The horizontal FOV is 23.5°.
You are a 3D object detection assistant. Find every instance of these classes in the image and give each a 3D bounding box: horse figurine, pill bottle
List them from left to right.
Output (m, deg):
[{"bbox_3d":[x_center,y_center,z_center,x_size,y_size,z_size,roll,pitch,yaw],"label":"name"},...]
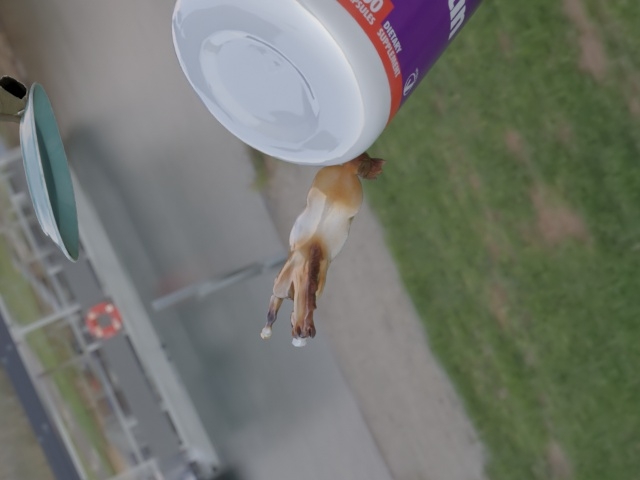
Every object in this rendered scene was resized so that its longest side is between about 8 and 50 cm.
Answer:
[{"bbox_3d":[0.000,0.000,1.618,0.066,0.263,0.174,24,160,0],"label":"horse figurine"},{"bbox_3d":[0.039,-0.219,1.194,0.181,0.323,0.181,25,147,18],"label":"pill bottle"}]

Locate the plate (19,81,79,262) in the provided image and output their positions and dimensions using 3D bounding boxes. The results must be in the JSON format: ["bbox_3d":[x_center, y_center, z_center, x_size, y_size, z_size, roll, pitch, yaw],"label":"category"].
[{"bbox_3d":[-0.277,-0.067,1.562,0.188,0.024,0.188,169,90,-89],"label":"plate"}]

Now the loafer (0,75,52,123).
[{"bbox_3d":[-0.377,-0.174,1.914,0.056,0.050,0.148,36,-163,16],"label":"loafer"}]
